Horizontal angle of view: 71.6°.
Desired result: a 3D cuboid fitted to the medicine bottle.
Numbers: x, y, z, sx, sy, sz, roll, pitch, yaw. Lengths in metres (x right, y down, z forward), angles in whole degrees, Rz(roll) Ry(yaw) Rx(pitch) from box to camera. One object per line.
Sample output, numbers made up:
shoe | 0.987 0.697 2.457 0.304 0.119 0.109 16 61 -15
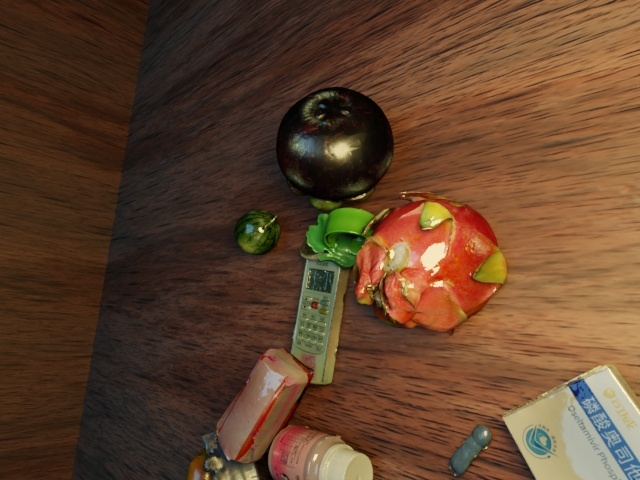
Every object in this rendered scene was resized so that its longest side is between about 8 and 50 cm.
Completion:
medicine bottle | -0.003 0.525 1.038 0.247 0.147 0.147 -9 73 46

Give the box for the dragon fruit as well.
dragon fruit | 0.191 0.041 0.901 0.305 0.225 0.306 -16 69 46

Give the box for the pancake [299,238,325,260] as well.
pancake | 0.000 0.000 1.221 0.139 0.022 0.140 -31 31 21

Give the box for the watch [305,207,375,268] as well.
watch | 0.057 -0.013 1.085 0.152 0.165 0.131 131 157 -64

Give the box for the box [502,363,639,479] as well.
box | 0.448 0.384 0.652 0.200 0.065 0.343 -45 51 30

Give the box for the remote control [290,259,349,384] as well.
remote control | -0.004 0.204 1.193 0.145 0.050 0.344 3 81 47

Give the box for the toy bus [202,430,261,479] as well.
toy bus | -0.223 0.671 1.211 0.112 0.137 0.317 94 153 -58

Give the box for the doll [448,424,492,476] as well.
doll | 0.286 0.403 0.851 0.037 0.027 0.125 48 117 43

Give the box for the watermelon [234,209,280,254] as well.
watermelon | -0.182 -0.033 1.381 0.187 0.140 0.141 -30 59 35

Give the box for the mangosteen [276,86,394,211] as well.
mangosteen | 0.040 -0.225 1.112 0.300 0.300 0.301 -15 69 44

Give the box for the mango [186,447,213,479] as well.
mango | -0.324 0.732 1.319 0.120 0.151 0.221 -21 65 36

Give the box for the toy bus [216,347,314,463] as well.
toy bus | -0.145 0.421 1.121 0.127 0.147 0.303 36 100 30
